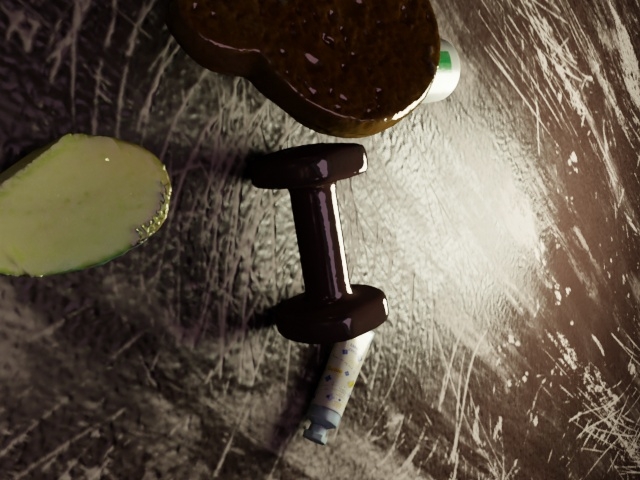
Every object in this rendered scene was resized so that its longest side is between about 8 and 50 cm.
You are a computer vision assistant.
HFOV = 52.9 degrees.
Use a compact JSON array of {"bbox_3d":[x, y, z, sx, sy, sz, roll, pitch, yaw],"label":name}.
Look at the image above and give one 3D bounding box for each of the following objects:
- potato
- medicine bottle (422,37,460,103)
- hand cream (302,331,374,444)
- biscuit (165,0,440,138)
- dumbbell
[{"bbox_3d":[-0.232,-0.030,0.575,0.198,0.054,0.119,-33,115,-34],"label":"potato"},{"bbox_3d":[0.077,-0.223,0.841,0.260,0.095,0.095,-14,102,-45],"label":"medicine bottle"},{"bbox_3d":[0.024,0.182,0.845,0.065,0.043,0.170,43,61,-34],"label":"hand cream"},{"bbox_3d":[-0.030,-0.269,0.690,0.314,0.063,0.367,-43,99,-30],"label":"biscuit"},{"bbox_3d":[0.000,0.000,0.755,0.140,0.124,0.225,-19,106,-43],"label":"dumbbell"}]
